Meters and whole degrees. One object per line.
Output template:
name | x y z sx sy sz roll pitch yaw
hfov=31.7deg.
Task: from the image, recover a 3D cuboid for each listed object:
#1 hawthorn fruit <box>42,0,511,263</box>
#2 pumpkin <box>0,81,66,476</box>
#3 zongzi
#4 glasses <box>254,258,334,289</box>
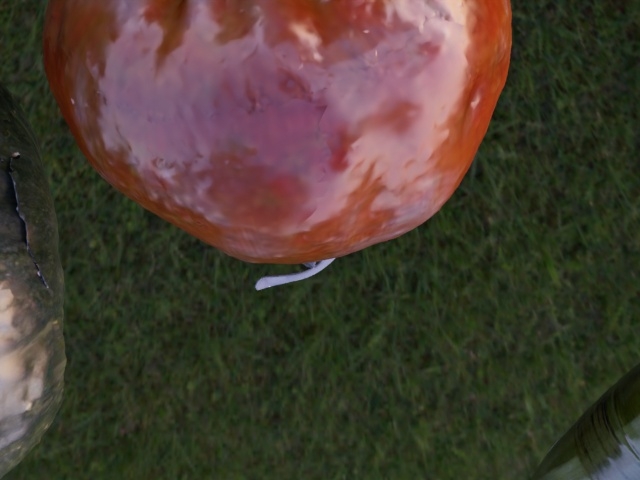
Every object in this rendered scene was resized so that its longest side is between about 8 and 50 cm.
hawthorn fruit | -0.016 -0.086 0.628 0.242 0.241 0.271 -15 147 5
pumpkin | -0.297 0.020 0.718 0.258 0.291 0.327 -2 91 -30
zongzi | 0.146 0.097 0.506 0.062 0.130 0.154 51 128 18
glasses | 0.000 0.000 0.851 0.062 0.103 0.140 37 141 -29
